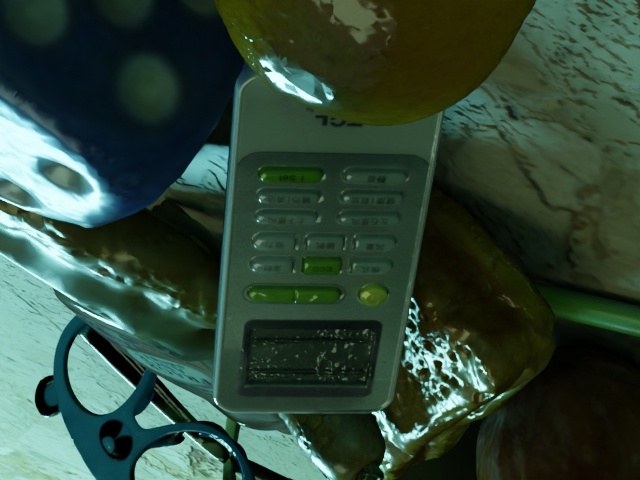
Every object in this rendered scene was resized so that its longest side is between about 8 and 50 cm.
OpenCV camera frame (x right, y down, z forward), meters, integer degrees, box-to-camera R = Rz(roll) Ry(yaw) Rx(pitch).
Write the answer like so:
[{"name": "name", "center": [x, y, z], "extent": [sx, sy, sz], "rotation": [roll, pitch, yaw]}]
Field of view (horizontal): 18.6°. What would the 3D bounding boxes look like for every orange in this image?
[{"name": "orange", "center": [0.018, -0.106, 0.778], "extent": [0.160, 0.112, 0.170], "rotation": [3, 162, 47]}]

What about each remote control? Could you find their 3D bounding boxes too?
[{"name": "remote control", "center": [0.000, 0.000, 0.991], "extent": [0.103, 0.034, 0.250], "rotation": [1, 137, -7]}]

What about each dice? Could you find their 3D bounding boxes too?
[{"name": "dice", "center": [-0.125, -0.098, 0.905], "extent": [0.146, 0.143, 0.146], "rotation": [34, 159, -24]}]

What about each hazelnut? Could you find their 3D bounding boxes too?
[{"name": "hazelnut", "center": [0.155, 0.130, 1.180], "extent": [0.143, 0.143, 0.154], "rotation": [30, 176, -14]}]

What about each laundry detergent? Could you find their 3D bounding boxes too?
[{"name": "laundry detergent", "center": [-0.094, 0.067, 1.406], "extent": [0.171, 0.076, 0.237], "rotation": [19, 163, 28]}]

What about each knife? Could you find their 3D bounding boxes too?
[{"name": "knife", "center": [0.178, 0.042, 1.085], "extent": [0.212, 0.015, 0.054], "rotation": [13, 157, 32]}]

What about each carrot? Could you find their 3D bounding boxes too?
[{"name": "carrot", "center": [-0.036, 0.057, 1.206], "extent": [0.254, 0.049, 0.049], "rotation": [51, 176, 33]}]

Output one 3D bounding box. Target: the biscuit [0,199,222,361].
[{"name": "biscuit", "center": [-0.171, -0.028, 1.142], "extent": [0.329, 0.078, 0.335], "rotation": [31, 179, -36]}]

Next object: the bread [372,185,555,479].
[{"name": "bread", "center": [0.052, 0.056, 1.161], "extent": [0.139, 0.077, 0.271], "rotation": [53, 160, 10]}]

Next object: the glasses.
[{"name": "glasses", "center": [-0.091, 0.142, 1.526], "extent": [0.207, 0.102, 0.239], "rotation": [-3, -135, -47]}]

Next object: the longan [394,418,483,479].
[{"name": "longan", "center": [0.111, 0.210, 1.352], "extent": [0.198, 0.198, 0.212], "rotation": [37, 156, -29]}]
